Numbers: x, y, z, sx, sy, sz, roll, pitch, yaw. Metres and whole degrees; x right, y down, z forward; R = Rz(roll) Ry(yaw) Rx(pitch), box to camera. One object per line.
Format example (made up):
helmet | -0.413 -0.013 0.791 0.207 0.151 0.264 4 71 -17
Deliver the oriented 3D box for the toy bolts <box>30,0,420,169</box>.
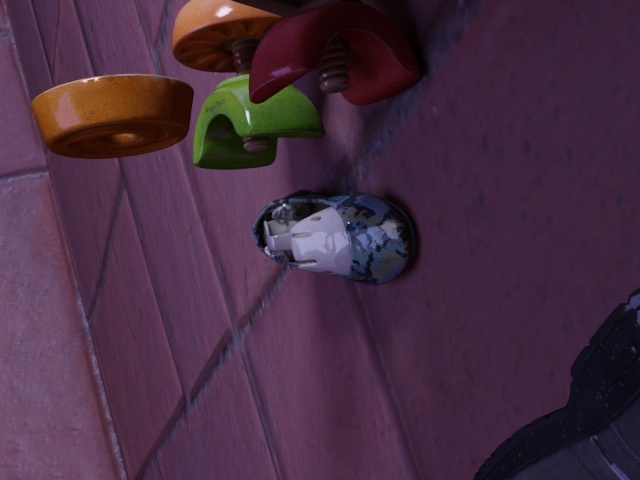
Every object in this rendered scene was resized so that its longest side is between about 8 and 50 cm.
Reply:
toy bolts | -0.063 -0.150 0.704 0.228 0.218 0.158 -19 76 51

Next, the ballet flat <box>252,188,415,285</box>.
ballet flat | 0.000 0.000 0.779 0.188 0.070 0.070 -175 74 -69

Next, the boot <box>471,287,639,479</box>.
boot | 0.148 0.130 0.448 0.161 0.083 0.246 60 155 27

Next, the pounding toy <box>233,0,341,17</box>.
pounding toy | 0.030 -0.179 0.468 0.181 0.206 0.094 -8 -95 -67
